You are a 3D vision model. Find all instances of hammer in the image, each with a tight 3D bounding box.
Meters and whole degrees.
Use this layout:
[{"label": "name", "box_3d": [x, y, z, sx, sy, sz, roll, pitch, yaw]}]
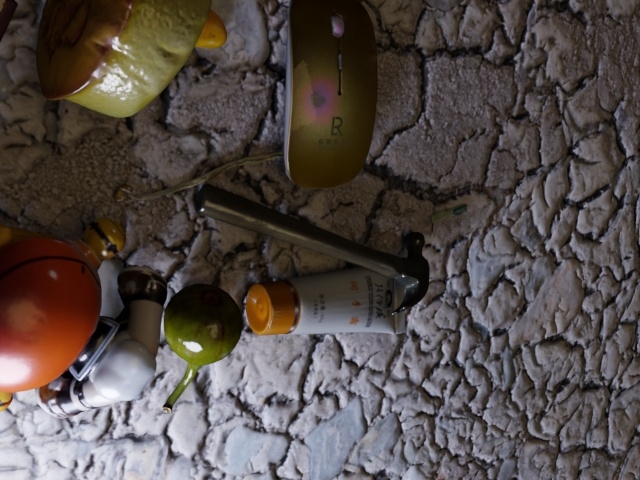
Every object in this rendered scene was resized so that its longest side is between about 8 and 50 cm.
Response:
[{"label": "hammer", "box_3d": [0.000, 0.000, 1.321, 0.439, 0.044, 0.168, 20, 53, -26]}]

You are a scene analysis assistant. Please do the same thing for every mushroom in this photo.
[{"label": "mushroom", "box_3d": [-0.178, -0.099, 1.229, 0.286, 0.028, 0.026, -16, 69, -27]}]

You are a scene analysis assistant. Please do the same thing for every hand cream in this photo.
[{"label": "hand cream", "box_3d": [0.025, 0.110, 1.370, 0.314, 0.089, 0.140, -6, 96, -37]}]

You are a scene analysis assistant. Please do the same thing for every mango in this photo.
[{"label": "mango", "box_3d": [-0.172, -0.306, 1.161, 0.089, 0.046, 0.060, 22, 94, -46]}]

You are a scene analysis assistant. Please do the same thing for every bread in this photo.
[{"label": "bread", "box_3d": [-0.249, -0.283, 0.991, 0.148, 0.270, 0.270, 22, 92, -37]}]

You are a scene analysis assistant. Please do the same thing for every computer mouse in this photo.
[{"label": "computer mouse", "box_3d": [0.011, -0.235, 1.262, 0.158, 0.072, 0.311, -3, 101, -32]}]

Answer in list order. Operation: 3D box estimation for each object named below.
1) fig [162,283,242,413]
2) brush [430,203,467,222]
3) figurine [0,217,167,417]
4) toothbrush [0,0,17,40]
[{"label": "fig", "box_3d": [-0.196, 0.177, 1.252, 0.124, 0.124, 0.236, 1, 122, -31]}, {"label": "brush", "box_3d": [0.240, -0.050, 1.491, 0.083, 0.013, 0.016, -18, 114, -24]}, {"label": "figurine", "box_3d": [-0.370, 0.107, 1.066, 0.323, 0.196, 0.320, 33, 92, -43]}, {"label": "toothbrush", "box_3d": [-0.480, -0.152, 1.024, 0.041, 0.041, 0.364, 26, 90, -33]}]
